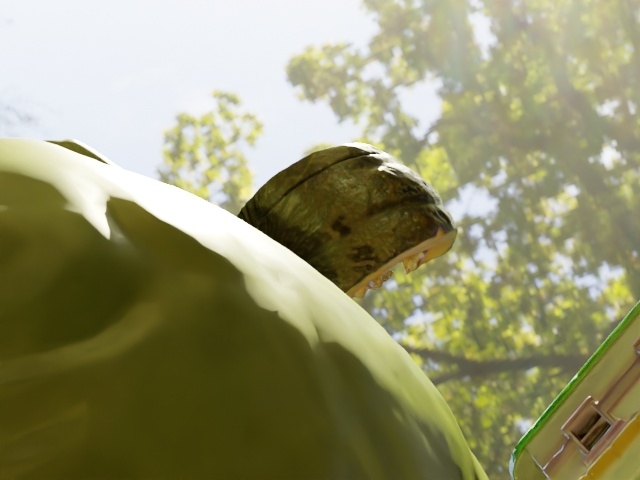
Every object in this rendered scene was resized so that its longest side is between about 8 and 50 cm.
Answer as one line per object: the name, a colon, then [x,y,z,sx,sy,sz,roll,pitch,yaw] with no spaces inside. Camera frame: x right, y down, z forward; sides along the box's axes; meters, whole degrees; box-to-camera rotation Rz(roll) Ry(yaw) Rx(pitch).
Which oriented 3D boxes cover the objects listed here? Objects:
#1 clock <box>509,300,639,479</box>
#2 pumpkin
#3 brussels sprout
clock: [0.270,0.151,0.772,0.235,0.166,0.309,-51,-166,5]
pumpkin: [-0.004,0.002,1.178,0.248,0.126,0.131,-32,-102,-10]
brussels sprout: [-0.081,0.167,0.439,0.342,0.361,0.425,-55,-153,37]
